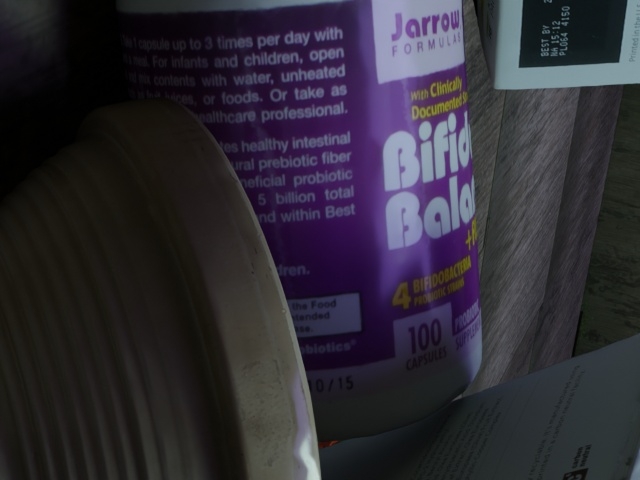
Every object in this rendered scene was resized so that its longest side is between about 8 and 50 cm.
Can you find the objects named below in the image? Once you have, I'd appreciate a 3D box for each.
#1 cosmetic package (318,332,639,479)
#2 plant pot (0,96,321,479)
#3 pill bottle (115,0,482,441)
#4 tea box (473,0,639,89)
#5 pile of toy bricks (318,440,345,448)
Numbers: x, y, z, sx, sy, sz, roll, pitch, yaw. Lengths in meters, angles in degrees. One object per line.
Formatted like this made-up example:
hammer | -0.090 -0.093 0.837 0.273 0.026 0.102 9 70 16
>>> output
cosmetic package | 0.056 0.209 0.631 0.197 0.365 0.155 53 41 -15
plant pot | -0.096 0.065 0.523 0.110 0.237 0.237 -13 126 -23
pill bottle | -0.010 -0.068 0.617 0.169 0.169 0.301 -36 124 -62
tea box | 0.208 -0.328 0.844 0.323 0.220 0.329 -93 180 -47
pile of toy bricks | 0.024 0.221 1.107 0.212 0.118 0.105 -44 118 -30
